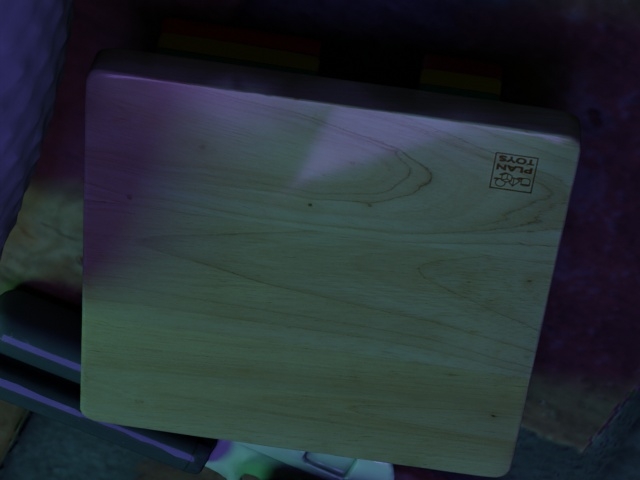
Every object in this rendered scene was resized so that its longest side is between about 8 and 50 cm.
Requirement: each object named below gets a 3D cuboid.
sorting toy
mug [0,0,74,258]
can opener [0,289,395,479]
[{"bbox_3d":[0.000,0.000,1.123,0.257,0.089,0.255,8,130,1],"label":"sorting toy"},{"bbox_3d":[-0.259,-0.073,0.922,0.276,0.374,0.328,20,122,-14],"label":"mug"},{"bbox_3d":[-0.085,0.126,1.234,0.283,0.095,0.076,23,128,-10],"label":"can opener"}]
